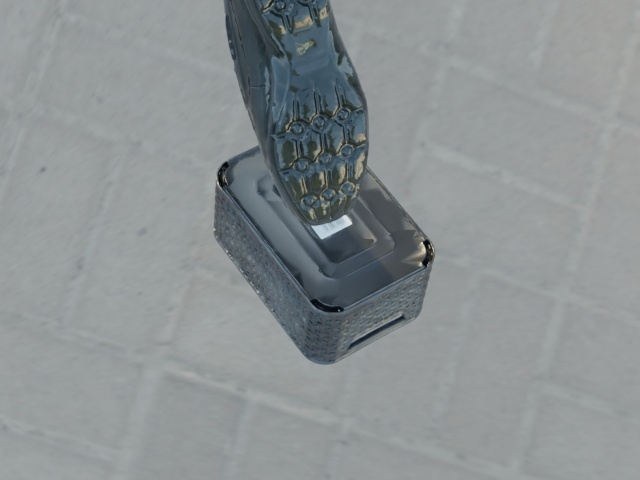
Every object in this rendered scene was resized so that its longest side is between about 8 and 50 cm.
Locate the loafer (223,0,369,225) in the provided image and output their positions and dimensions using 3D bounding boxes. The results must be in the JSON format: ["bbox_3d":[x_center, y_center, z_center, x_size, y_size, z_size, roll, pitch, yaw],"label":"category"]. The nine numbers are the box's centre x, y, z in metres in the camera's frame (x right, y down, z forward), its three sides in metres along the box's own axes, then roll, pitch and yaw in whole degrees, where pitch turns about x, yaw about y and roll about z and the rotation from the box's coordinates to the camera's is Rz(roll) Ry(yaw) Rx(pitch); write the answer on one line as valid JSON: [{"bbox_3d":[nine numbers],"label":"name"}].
[{"bbox_3d":[-0.019,-0.117,1.113,0.076,0.078,0.223,-19,116,-13],"label":"loafer"}]

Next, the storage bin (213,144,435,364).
[{"bbox_3d":[0.000,0.000,1.437,0.122,0.084,0.180,-27,61,-23],"label":"storage bin"}]
